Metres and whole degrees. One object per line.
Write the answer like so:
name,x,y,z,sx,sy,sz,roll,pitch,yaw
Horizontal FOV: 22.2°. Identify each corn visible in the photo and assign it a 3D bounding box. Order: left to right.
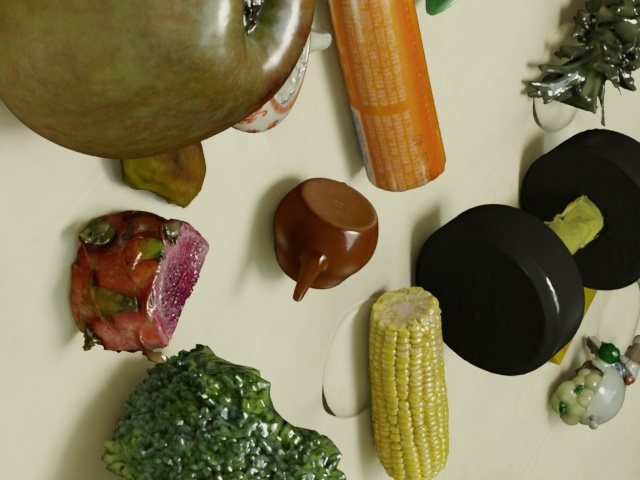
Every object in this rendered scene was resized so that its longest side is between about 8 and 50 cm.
corn,0.103,0.172,1.908,0.093,0.093,0.244,-34,130,-43

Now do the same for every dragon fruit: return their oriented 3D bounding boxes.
dragon fruit,-0.167,0.024,1.455,0.096,0.102,0.147,65,42,-54

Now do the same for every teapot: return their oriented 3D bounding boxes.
teapot,-0.054,-0.182,1.510,0.245,0.116,0.159,-41,127,-63
teapot,0.000,0.000,1.687,0.173,0.116,0.116,-71,159,-57

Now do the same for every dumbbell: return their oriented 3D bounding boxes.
dumbbell,0.282,0.010,1.996,0.322,0.204,0.203,-34,130,-43

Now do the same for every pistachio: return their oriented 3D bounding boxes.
pistachio,-0.142,-0.080,1.486,0.089,0.049,0.173,-58,143,-20

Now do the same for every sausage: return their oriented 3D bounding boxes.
sausage,0.062,-0.199,1.691,0.093,0.093,0.312,-46,137,-34

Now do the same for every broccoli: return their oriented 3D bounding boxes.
broccoli,-0.112,0.292,1.561,0.249,0.302,0.375,-22,96,-25

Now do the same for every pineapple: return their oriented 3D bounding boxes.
pineapple,0.393,-0.284,2.084,0.340,0.169,0.169,-50,140,-20

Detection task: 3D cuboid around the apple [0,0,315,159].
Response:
apple,-0.133,-0.184,1.291,0.257,0.234,0.256,-33,131,-48

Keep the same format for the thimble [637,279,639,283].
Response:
thimble,0.490,-0.022,2.309,0.211,0.185,0.149,-7,111,-26

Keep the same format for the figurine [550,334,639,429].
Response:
figurine,0.407,0.199,2.363,0.197,0.093,0.147,-47,161,-45

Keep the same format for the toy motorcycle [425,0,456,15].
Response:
toy motorcycle,0.163,-0.341,1.800,0.190,0.074,0.106,-52,150,-28

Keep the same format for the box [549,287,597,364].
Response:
box,0.350,0.089,2.290,0.155,0.023,0.087,-60,141,-19
